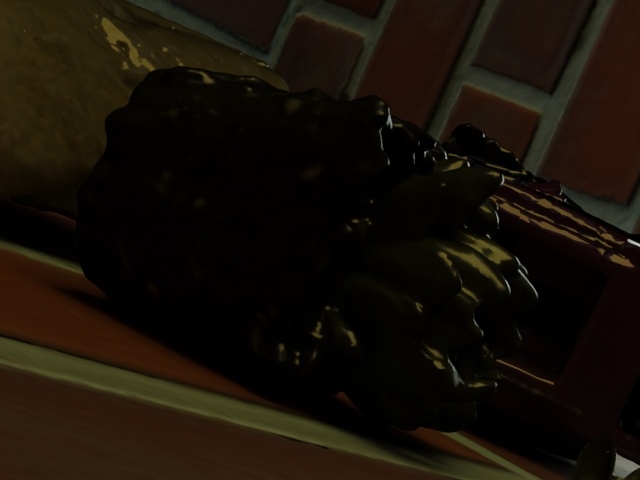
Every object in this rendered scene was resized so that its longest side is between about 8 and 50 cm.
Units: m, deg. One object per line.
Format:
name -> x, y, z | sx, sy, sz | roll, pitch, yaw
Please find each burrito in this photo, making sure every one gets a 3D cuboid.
burrito -> -0.151, -0.072, 0.936 | 0.190, 0.135, 0.332 | 35, 12, 38

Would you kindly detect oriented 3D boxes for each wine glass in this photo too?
wine glass -> 0.153, 0.120, 0.796 | 0.083, 0.039, 0.042 | 28, -1, -15

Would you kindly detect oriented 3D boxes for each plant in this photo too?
plant -> 0.000, 0.000, 0.780 | 0.194, 0.132, 0.129 | 20, 4, 18

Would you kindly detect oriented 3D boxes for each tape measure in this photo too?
tape measure -> 0.116, 0.030, 1.022 | 0.245, 0.149, 0.231 | 25, 3, -1
